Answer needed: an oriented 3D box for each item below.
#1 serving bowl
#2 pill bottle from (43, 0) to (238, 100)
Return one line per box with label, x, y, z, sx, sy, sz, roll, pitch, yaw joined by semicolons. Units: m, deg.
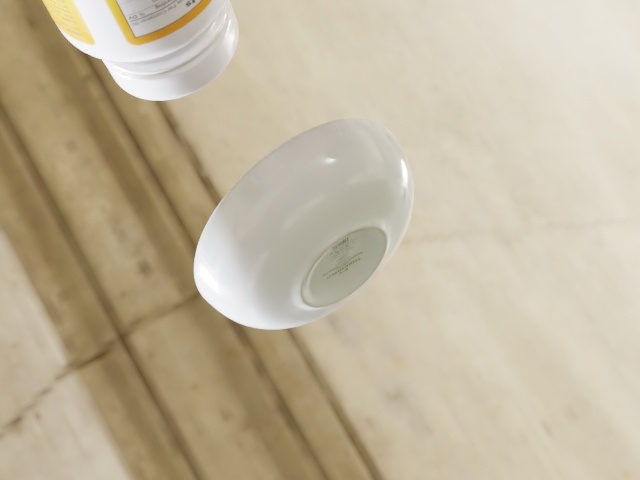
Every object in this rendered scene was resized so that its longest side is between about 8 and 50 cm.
serving bowl;0.000;0.000;0.647;0.083;0.027;0.083;-29;-33;-21
pill bottle;-0.137;-0.209;1.343;0.136;0.136;0.246;-29;-37;-4
